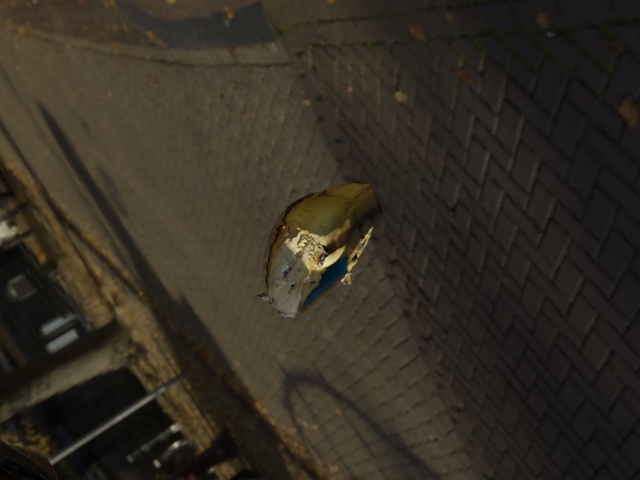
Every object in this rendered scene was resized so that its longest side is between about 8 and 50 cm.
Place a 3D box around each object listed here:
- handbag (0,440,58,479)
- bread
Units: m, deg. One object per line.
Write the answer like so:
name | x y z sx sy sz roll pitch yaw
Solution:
handbag | -0.153 0.166 0.397 0.072 0.151 0.193 32 -170 -35
bread | 0.000 0.000 0.650 0.053 0.106 0.072 33 117 9
